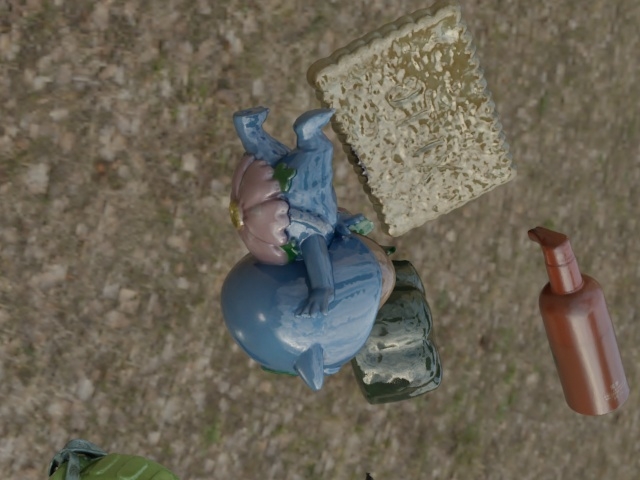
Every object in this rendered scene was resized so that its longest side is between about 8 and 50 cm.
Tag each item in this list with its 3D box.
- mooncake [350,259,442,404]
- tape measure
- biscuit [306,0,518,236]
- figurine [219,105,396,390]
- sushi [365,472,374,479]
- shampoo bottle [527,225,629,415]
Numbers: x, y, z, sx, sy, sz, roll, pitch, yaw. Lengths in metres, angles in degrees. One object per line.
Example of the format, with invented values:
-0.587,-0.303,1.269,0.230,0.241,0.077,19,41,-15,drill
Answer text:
0.084,0.105,1.254,0.175,0.104,0.168,34,41,-80,mooncake
-0.166,0.257,0.911,0.087,0.154,0.177,-39,123,-59,tape measure
0.129,-0.154,1.416,0.217,0.044,0.325,-28,132,4,biscuit
-0.001,-0.002,0.694,0.144,0.114,0.178,-25,117,-44,figurine
0.027,0.404,1.243,0.204,0.200,0.213,-19,111,-19,sushi
0.307,0.097,1.276,0.085,0.085,0.244,-46,124,-39,shampoo bottle
